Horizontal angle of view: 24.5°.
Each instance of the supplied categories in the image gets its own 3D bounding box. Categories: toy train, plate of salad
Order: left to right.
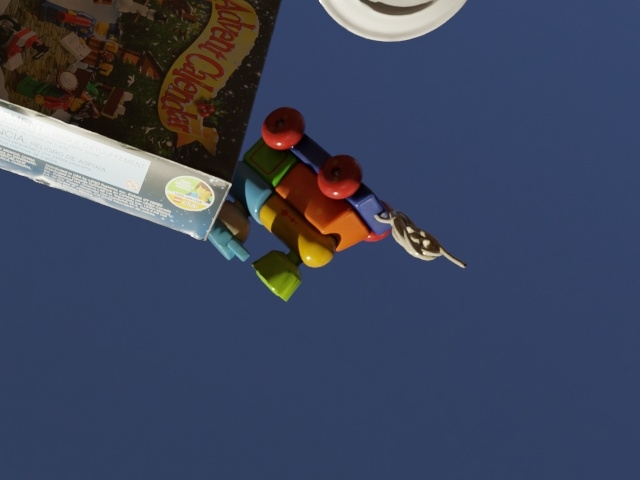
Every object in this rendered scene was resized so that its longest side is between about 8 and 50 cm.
[{"bbox_3d":[0.000,0.000,1.338,0.143,0.105,0.248,-45,-126,-3],"label":"toy train"},{"bbox_3d":[0.077,-0.303,1.503,0.200,0.200,0.048,-7,-156,-18],"label":"plate of salad"}]

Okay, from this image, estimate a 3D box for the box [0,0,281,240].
[{"bbox_3d":[-0.100,-0.122,0.711,0.159,0.044,0.233,19,-132,-9],"label":"box"}]
